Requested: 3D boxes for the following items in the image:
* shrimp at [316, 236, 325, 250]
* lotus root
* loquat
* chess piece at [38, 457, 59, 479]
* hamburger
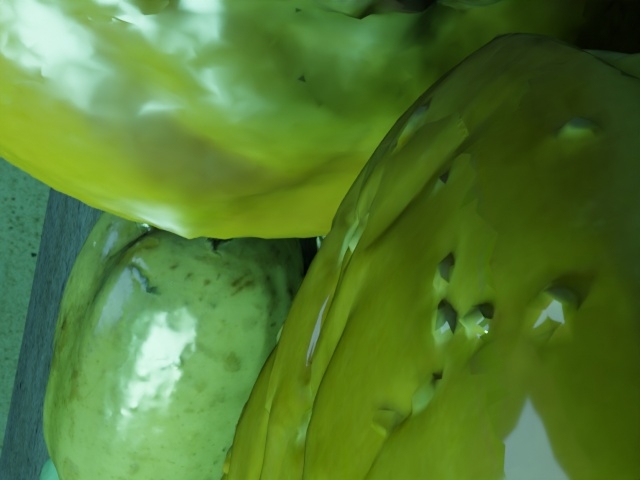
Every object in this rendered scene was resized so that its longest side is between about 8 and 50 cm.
[{"bbox_3d":[0.001,0.000,1.053,0.178,0.034,0.124,-116,31,-60],"label":"shrimp"},{"bbox_3d":[-0.098,0.081,1.160,0.160,0.146,0.284,-84,8,-60],"label":"lotus root"},{"bbox_3d":[-0.014,-0.152,0.619,0.328,0.328,0.328,-171,90,-77],"label":"loquat"},{"bbox_3d":[-0.171,0.298,1.274,0.194,0.194,0.299,119,165,-55],"label":"chess piece"},{"bbox_3d":[0.065,0.102,0.455,0.318,0.158,0.318,-173,90,-76],"label":"hamburger"}]
